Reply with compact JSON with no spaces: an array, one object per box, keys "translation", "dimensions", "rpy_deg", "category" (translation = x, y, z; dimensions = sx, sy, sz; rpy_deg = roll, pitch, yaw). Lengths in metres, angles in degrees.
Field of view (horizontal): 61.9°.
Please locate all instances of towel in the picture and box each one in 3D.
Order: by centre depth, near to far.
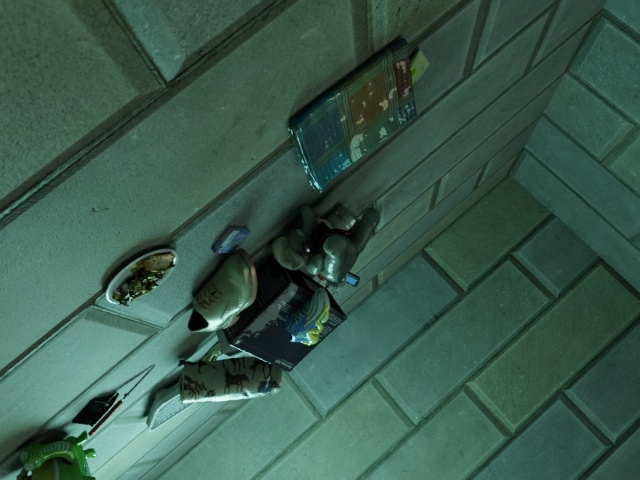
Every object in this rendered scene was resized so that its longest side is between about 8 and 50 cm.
[{"translation":[0.096,-0.312,1.374],"dimensions":[0.370,0.040,0.271],"rpy_deg":[-38,147,-9],"category":"towel"}]

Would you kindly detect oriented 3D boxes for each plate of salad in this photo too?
[{"translation":[-0.431,0.096,1.314],"dimensions":[0.200,0.048,0.200],"rpy_deg":[-38,164,-13],"category":"plate of salad"}]

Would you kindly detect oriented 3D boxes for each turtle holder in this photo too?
[{"translation":[-0.856,0.779,1.741],"dimensions":[0.228,0.243,0.320],"rpy_deg":[-16,163,-21],"category":"turtle holder"}]

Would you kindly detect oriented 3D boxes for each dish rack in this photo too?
[{"translation":[-0.621,0.680,2.300],"dimensions":[0.286,0.072,0.332],"rpy_deg":[-28,158,-41],"category":"dish rack"}]

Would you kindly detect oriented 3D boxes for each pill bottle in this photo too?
[{"translation":[0.042,-0.022,1.949],"dimensions":[0.208,0.117,0.118],"rpy_deg":[-45,163,13],"category":"pill bottle"}]

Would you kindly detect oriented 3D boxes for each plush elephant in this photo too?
[{"translation":[0.000,0.000,1.739],"dimensions":[0.272,0.255,0.330],"rpy_deg":[-41,158,-38],"category":"plush elephant"}]

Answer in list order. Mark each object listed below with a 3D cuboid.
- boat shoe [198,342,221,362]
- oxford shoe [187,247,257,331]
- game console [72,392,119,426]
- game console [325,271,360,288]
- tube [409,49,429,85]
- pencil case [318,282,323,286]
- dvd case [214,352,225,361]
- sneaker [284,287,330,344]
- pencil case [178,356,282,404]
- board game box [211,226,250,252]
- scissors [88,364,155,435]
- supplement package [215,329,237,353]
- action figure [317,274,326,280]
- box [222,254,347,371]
[{"translation":[-0.447,0.483,2.235],"dimensions":[0.153,0.048,0.056],"rpy_deg":[-44,163,8],"category":"boat shoe"},{"translation":[-0.307,0.177,1.644],"dimensions":[0.147,0.140,0.397],"rpy_deg":[-18,150,-38],"category":"oxford shoe"},{"translation":[-0.761,0.567,1.811],"dimensions":[0.122,0.071,0.107],"rpy_deg":[-45,-167,14],"category":"game console"},{"translation":[0.098,0.189,2.355],"dimensions":[0.085,0.124,0.144],"rpy_deg":[-61,174,-18],"category":"game console"},{"translation":[0.208,-0.409,1.467],"dimensions":[0.240,0.062,0.070],"rpy_deg":[-49,-164,12],"category":"tube"},{"translation":[-0.076,0.249,2.281],"dimensions":[0.160,0.167,0.386],"rpy_deg":[-36,164,7],"category":"pencil case"},{"translation":[-0.431,0.533,2.431],"dimensions":[0.179,0.029,0.238],"rpy_deg":[-26,157,-42],"category":"dvd case"},{"translation":[-0.049,0.264,1.797],"dimensions":[0.126,0.091,0.240],"rpy_deg":[-2,123,-24],"category":"sneaker"},{"translation":[-0.340,0.527,2.077],"dimensions":[0.411,0.183,0.159],"rpy_deg":[-3,131,-10],"category":"pencil case"},{"translation":[-0.254,-0.001,1.513],"dimensions":[0.090,0.020,0.090],"rpy_deg":[-48,162,17],"category":"board game box"},{"translation":[-0.692,0.554,1.859],"dimensions":[0.297,0.021,0.109],"rpy_deg":[-51,-177,-32],"category":"scissors"},{"translation":[-0.337,0.395,2.122],"dimensions":[0.105,0.105,0.179],"rpy_deg":[-21,161,-4],"category":"supplement package"},{"translation":[0.051,0.124,2.386],"dimensions":[0.139,0.091,0.280],"rpy_deg":[-37,165,8],"category":"action figure"},{"translation":[-0.140,0.269,1.935],"dimensions":[0.312,0.179,0.343],"rpy_deg":[-44,133,7],"category":"box"}]
